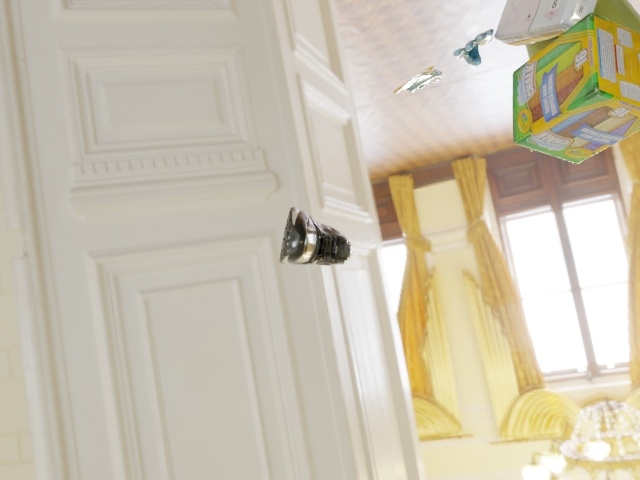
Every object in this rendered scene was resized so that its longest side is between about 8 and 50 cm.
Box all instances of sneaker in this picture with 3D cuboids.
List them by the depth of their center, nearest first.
[{"bbox_3d":[0.000,0.000,1.219,0.124,0.107,0.283,12,-178,4],"label":"sneaker"}]

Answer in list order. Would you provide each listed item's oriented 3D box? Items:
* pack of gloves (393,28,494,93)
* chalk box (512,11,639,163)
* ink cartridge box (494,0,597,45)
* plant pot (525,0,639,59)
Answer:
[{"bbox_3d":[0.246,-0.317,1.191,0.195,0.046,0.232,-32,-177,21],"label":"pack of gloves"},{"bbox_3d":[0.373,-0.208,0.951,0.132,0.132,0.213,13,157,-22],"label":"chalk box"},{"bbox_3d":[0.386,-0.440,1.032,0.066,0.232,0.189,11,-173,-18],"label":"ink cartridge box"},{"bbox_3d":[0.509,-0.359,1.215,0.276,0.253,0.276,-13,158,-5],"label":"plant pot"}]
